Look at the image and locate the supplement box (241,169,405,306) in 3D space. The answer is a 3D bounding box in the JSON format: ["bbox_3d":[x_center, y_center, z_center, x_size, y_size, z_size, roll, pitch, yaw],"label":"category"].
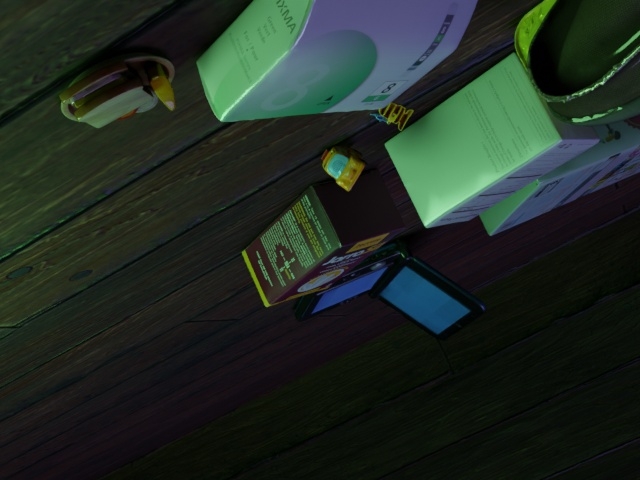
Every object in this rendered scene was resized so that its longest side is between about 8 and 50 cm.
[{"bbox_3d":[0.000,0.000,1.128,0.104,0.081,0.188,-16,165,-37],"label":"supplement box"}]

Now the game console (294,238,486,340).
[{"bbox_3d":[0.112,0.124,1.664,0.250,0.173,0.293,-22,167,-14],"label":"game console"}]

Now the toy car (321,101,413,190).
[{"bbox_3d":[0.040,-0.103,0.927,0.040,0.060,0.122,26,123,-17],"label":"toy car"}]

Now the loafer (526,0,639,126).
[{"bbox_3d":[0.243,-0.222,0.637,0.130,0.134,0.366,11,142,-23],"label":"loafer"}]

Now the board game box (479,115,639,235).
[{"bbox_3d":[0.372,-0.131,1.287,0.303,0.097,0.224,-21,168,-13],"label":"board game box"}]

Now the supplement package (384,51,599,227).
[{"bbox_3d":[0.178,-0.102,0.991,0.179,0.105,0.105,-33,166,35],"label":"supplement package"}]

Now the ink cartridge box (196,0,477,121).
[{"bbox_3d":[0.050,-0.160,0.620,0.181,0.056,0.224,-12,164,-47],"label":"ink cartridge box"}]

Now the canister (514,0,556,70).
[{"bbox_3d":[0.267,-0.191,0.873,0.126,0.073,0.170,-32,168,29],"label":"canister"}]

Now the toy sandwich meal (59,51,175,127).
[{"bbox_3d":[-0.127,-0.091,0.606,0.085,0.029,0.085,-24,168,-5],"label":"toy sandwich meal"}]
